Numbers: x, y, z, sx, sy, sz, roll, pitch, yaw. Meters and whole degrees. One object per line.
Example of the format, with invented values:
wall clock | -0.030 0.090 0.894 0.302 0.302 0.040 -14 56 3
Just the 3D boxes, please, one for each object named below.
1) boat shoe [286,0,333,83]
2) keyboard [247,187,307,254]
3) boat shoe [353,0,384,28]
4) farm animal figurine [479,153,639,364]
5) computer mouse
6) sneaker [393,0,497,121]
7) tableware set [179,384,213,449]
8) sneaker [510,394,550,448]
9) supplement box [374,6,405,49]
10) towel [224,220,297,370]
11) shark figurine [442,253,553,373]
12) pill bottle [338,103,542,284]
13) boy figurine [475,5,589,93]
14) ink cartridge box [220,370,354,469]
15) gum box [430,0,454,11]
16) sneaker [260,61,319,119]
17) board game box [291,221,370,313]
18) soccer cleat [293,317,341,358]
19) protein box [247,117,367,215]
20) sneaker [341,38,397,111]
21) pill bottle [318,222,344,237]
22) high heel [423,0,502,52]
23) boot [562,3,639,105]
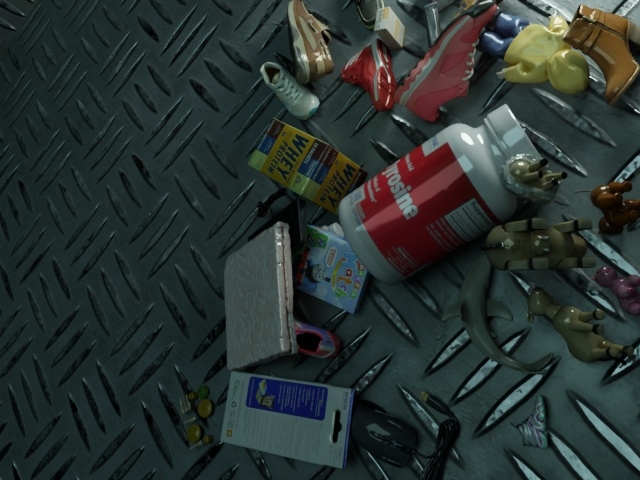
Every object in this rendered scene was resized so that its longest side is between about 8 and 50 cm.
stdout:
boat shoe | -0.029 -0.564 1.650 0.116 0.123 0.325 -7 58 -4
keyboard | -0.115 -0.033 1.496 0.317 0.033 0.202 -31 60 55
boat shoe | 0.117 -0.683 1.600 0.080 0.073 0.224 -20 65 27
farm animal figurine | 0.440 0.040 1.081 0.172 0.326 0.331 161 125 -71
computer mouse | 0.163 0.393 1.247 0.262 0.060 0.184 28 93 36
sneaker | 0.308 -0.404 1.336 0.136 0.116 0.314 41 129 -1
tableware set | -0.325 0.475 1.571 0.104 0.024 0.154 -32 59 18
sneaker | 0.399 0.346 1.118 0.069 0.038 0.098 -7 71 31
supplement box | 0.179 -0.544 1.500 0.036 0.098 0.062 2 76 34
towel | -0.156 0.148 1.455 0.331 0.053 0.317 -29 61 54
shark figurine | 0.328 0.173 1.176 0.166 0.116 0.278 -36 57 21
pill bottle | 0.258 -0.096 1.231 0.407 0.229 0.229 -34 60 21
boy figurine | 0.474 -0.416 1.272 0.285 0.092 0.177 43 100 34
ink cartridge box | -0.076 0.421 1.395 0.370 0.069 0.176 -2 74 36
gum box | 0.336 -0.674 1.458 0.188 0.062 0.107 -32 60 22
sneaker | -0.092 -0.422 1.647 0.087 0.092 0.229 -49 57 9
board game box | 0.018 0.062 1.410 0.211 0.039 0.160 22 103 22
soccer cleat | -0.065 0.232 1.426 0.247 0.095 0.083 11 82 35
protein box | -0.030 -0.180 1.465 0.201 0.199 0.136 32 94 35
sneaker | 0.124 -0.408 1.519 0.128 0.087 0.221 -21 52 36
pill bottle | 0.000 0.000 1.473 0.116 0.065 0.065 -26 63 24
high heel | 0.373 -0.509 1.376 0.261 0.093 0.187 -14 75 32
boot | 0.556 -0.373 1.167 0.152 0.073 0.197 25 68 0
